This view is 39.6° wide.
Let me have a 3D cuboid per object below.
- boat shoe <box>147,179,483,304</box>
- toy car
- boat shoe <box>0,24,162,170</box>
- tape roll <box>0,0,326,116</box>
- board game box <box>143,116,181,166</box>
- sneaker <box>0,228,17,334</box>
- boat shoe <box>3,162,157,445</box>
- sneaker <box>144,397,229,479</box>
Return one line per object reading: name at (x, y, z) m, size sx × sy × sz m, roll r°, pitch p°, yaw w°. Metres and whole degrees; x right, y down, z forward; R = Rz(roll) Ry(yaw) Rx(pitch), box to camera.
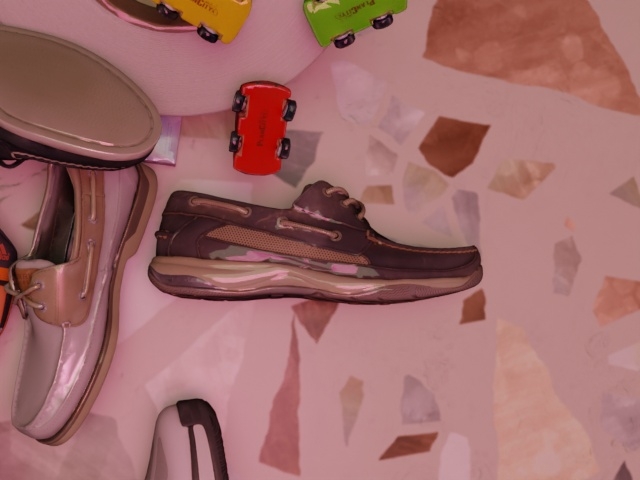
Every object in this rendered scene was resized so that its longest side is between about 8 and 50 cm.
boat shoe at (0.000, 0.000, 0.933) m, size 0.355 × 0.132 × 0.130 m, roll 2°, pitch 84°, yaw -9°
toy car at (-0.025, -0.202, 0.856) m, size 0.224 × 0.053 × 0.239 m, roll -24°, pitch 120°, yaw 5°
boat shoe at (-0.315, -0.128, 0.840) m, size 0.339 × 0.113 × 0.127 m, roll 17°, pitch 49°, yaw -2°
tape roll at (-0.143, -0.312, 0.853) m, size 0.391 × 0.072 × 0.392 m, roll -3°, pitch 119°, yaw -6°
board game box at (-0.198, -0.132, 0.973) m, size 0.090 × 0.020 × 0.090 m, roll 8°, pitch 83°, yaw -8°
sneaker at (-0.459, 0.000, 0.882) m, size 0.321 × 0.124 × 0.180 m, roll 20°, pitch 77°, yaw -17°
boat shoe at (-0.259, 0.046, 0.885) m, size 0.103 × 0.113 × 0.303 m, roll 28°, pitch 67°, yaw -46°
sneaker at (-0.221, 0.372, 0.842) m, size 0.257 × 0.169 × 0.448 m, roll 5°, pitch 86°, yaw -10°
